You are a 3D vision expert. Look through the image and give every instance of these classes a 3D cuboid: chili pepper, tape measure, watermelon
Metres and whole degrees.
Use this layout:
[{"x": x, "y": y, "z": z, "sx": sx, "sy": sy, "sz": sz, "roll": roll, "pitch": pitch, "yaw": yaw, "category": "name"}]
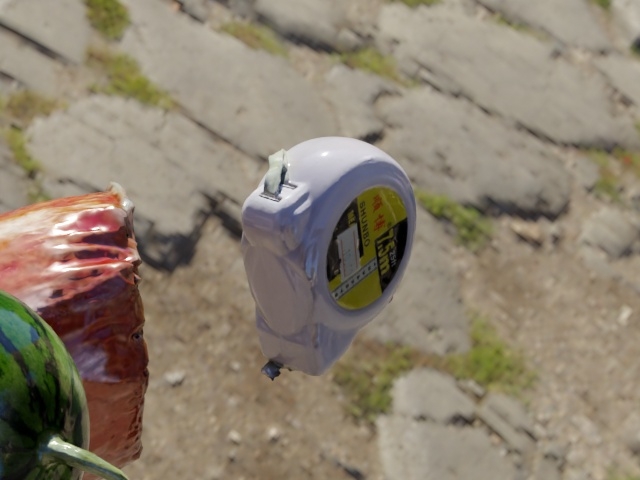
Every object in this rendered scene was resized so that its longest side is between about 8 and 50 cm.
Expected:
[{"x": -0.241, "y": 0.114, "z": 1.049, "sx": 0.305, "sy": 0.251, "sz": 0.229, "roll": -17, "pitch": 55, "yaw": -13, "category": "chili pepper"}, {"x": 0.003, "y": 0.001, "z": 1.490, "sx": 0.105, "sy": 0.196, "sz": 0.178, "roll": 18, "pitch": 37, "yaw": 37, "category": "tape measure"}, {"x": -0.117, "y": 0.058, "z": 0.513, "sx": 0.109, "sy": 0.109, "sz": 0.109, "roll": 23, "pitch": 36, "yaw": -18, "category": "watermelon"}]
